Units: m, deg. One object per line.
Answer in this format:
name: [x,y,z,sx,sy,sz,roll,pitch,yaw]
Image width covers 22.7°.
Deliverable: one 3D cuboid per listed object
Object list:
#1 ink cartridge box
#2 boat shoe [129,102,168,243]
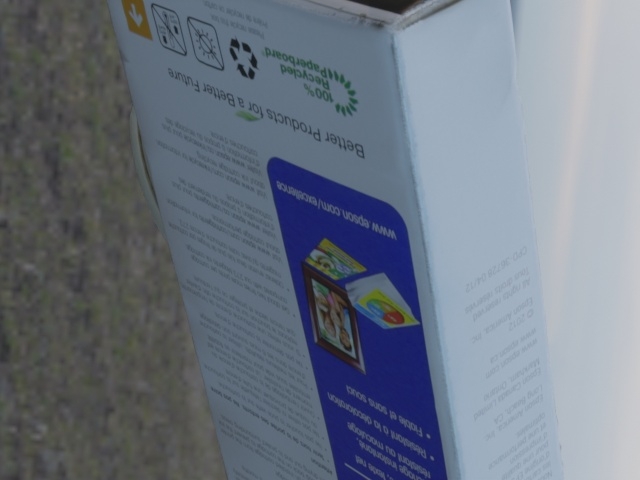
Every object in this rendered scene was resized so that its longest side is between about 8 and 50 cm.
ink cartridge box: [0.015,0.051,0.655,0.069,0.175,0.371,-28,125,-31]
boat shoe: [0.000,0.000,0.807,0.079,0.254,0.095,-3,130,-55]
